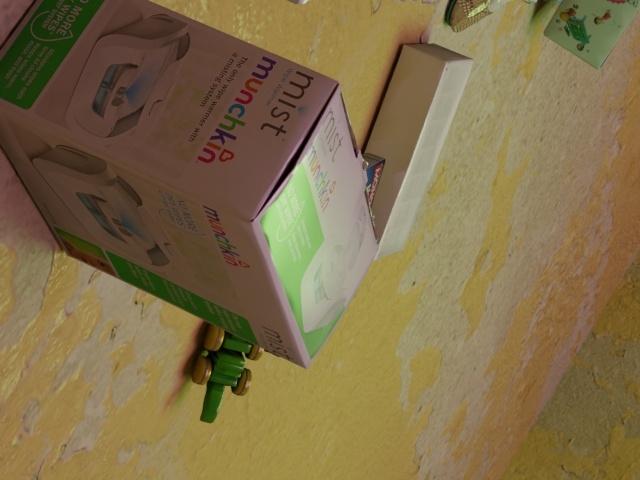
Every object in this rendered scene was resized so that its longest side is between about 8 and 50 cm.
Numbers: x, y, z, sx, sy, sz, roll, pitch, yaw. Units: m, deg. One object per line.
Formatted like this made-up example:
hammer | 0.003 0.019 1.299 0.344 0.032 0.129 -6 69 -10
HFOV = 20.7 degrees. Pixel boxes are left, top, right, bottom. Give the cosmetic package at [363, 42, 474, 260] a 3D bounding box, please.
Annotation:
cosmetic package | 0.092 -0.101 1.962 0.099 0.060 0.239 -19 131 -67

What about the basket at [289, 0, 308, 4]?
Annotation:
basket | -0.015 -0.274 1.377 0.167 0.113 0.103 -44 150 -48

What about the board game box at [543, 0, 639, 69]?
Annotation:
board game box | 0.425 -0.403 2.275 0.224 0.097 0.303 -55 176 -43

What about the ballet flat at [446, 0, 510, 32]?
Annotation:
ballet flat | 0.218 -0.322 2.009 0.206 0.067 0.073 -62 161 -8

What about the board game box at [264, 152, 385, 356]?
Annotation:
board game box | 0.000 0.000 1.847 0.194 0.060 0.194 -32 143 -60

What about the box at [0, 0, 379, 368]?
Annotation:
box | -0.092 -0.048 1.273 0.127 0.231 0.262 -58 161 -19

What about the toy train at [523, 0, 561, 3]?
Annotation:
toy train | 0.289 -0.374 2.127 0.184 0.080 0.105 -56 152 -24

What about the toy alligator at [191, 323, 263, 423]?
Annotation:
toy alligator | -0.087 0.091 1.752 0.190 0.056 0.051 -70 -157 11
